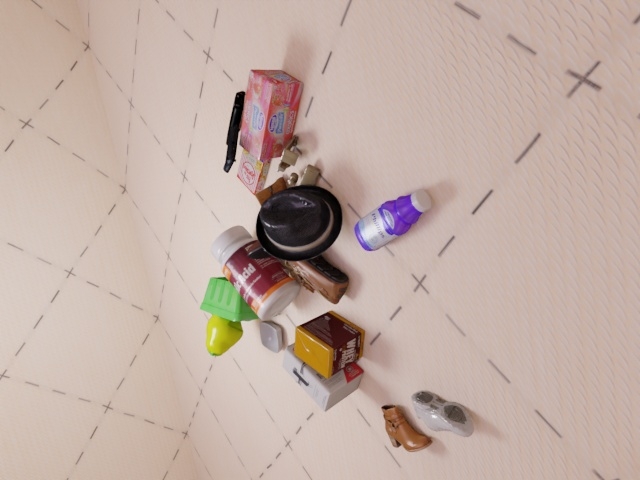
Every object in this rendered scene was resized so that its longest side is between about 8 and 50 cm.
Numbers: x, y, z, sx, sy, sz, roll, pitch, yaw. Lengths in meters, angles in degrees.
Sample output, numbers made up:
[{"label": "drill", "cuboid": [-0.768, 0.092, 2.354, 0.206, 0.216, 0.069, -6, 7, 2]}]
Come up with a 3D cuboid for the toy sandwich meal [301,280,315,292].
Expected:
[{"label": "toy sandwich meal", "cuboid": [-0.053, 0.191, 1.782, 0.085, 0.029, 0.086, 31, 166, 8]}]

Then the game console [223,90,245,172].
[{"label": "game console", "cuboid": [-0.356, -0.423, 1.751, 0.213, 0.043, 0.362, 123, 153, -52]}]

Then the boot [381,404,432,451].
[{"label": "boot", "cuboid": [0.305, 0.679, 1.569, 0.197, 0.072, 0.153, -24, 82, 47]}]

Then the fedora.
[{"label": "fedora", "cuboid": [-0.094, -0.085, 1.533, 0.333, 0.152, 0.335, -5, 71, 14]}]

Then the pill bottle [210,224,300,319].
[{"label": "pill bottle", "cuboid": [-0.291, 0.132, 1.877, 0.392, 0.224, 0.224, 46, 134, 18]}]

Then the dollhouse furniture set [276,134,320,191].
[{"label": "dollhouse furniture set", "cuboid": [-0.073, -0.290, 1.655, 0.151, 0.123, 0.144, 25, 130, -2]}]

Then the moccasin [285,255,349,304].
[{"label": "moccasin", "cuboid": [-0.051, 0.110, 1.712, 0.379, 0.139, 0.147, 35, 120, 23]}]

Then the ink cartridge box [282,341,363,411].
[{"label": "ink cartridge box", "cuboid": [0.005, 0.519, 1.742, 0.272, 0.196, 0.114, 37, 129, 33]}]

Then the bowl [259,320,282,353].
[{"label": "bowl", "cuboid": [-0.233, 0.464, 2.097, 0.142, 0.053, 0.142, 16, 116, 45]}]

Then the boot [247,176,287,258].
[{"label": "boot", "cuboid": [-0.214, -0.091, 1.710, 0.264, 0.096, 0.281, -37, 58, 15]}]

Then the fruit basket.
[{"label": "fruit basket", "cuboid": [-0.419, 0.370, 2.087, 0.391, 0.282, 0.393, -1, 88, 47]}]

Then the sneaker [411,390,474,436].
[{"label": "sneaker", "cuboid": [0.407, 0.591, 1.421, 0.232, 0.090, 0.116, 16, 123, 54]}]

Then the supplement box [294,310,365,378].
[{"label": "supplement box", "cuboid": [0.034, 0.395, 1.664, 0.191, 0.194, 0.129, 25, 121, 40]}]

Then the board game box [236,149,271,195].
[{"label": "board game box", "cuboid": [-0.291, -0.317, 1.872, 0.147, 0.045, 0.194, 46, 134, 27]}]

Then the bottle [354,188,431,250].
[{"label": "bottle", "cuboid": [0.226, -0.065, 1.356, 0.282, 0.092, 0.118, -35, 77, 48]}]

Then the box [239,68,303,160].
[{"label": "box", "cuboid": [-0.191, -0.473, 1.621, 0.142, 0.154, 0.300, 41, 130, 31]}]
